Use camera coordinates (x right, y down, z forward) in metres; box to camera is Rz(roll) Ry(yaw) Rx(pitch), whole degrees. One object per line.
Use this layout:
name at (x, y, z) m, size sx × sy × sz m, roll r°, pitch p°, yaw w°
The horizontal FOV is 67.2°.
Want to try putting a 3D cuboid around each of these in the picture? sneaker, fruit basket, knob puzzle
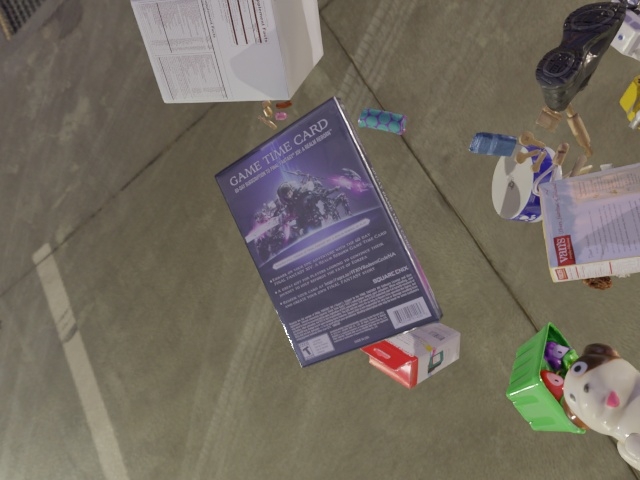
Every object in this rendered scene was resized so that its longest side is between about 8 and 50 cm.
sneaker at (0.582, -0.416, 1.085) m, size 0.286 × 0.130 × 0.109 m, roll -49°, pitch 50°, yaw -7°
fruit basket at (0.877, 0.468, 1.664) m, size 0.392 × 0.392 × 0.283 m, roll -38°, pitch 91°, yaw 15°
knob puzzle at (0.821, -0.183, 1.672) m, size 0.213 × 0.213 × 0.030 m, roll -38°, pitch 62°, yaw 15°

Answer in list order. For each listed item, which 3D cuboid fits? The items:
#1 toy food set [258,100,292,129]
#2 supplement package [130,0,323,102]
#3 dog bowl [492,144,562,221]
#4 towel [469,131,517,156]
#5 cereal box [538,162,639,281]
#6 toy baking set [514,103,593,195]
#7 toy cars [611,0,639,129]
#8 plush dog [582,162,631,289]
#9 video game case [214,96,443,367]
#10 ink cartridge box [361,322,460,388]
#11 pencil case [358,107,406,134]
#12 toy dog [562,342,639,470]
toy food set at (-0.108, -0.352, 1.241) m, size 0.122 × 0.077 × 0.019 m, roll -57°, pitch 24°, yaw 1°
supplement package at (-0.123, -0.313, 0.720) m, size 0.202 × 0.194 × 0.150 m, roll 4°, pitch 129°, yaw 17°
dog bowl at (0.708, -0.198, 1.673) m, size 0.104 × 0.265 × 0.265 m, roll 4°, pitch 86°, yaw -9°
towel at (0.491, -0.275, 1.370) m, size 0.119 × 0.067 × 0.029 m, roll 7°, pitch 46°, yaw -3°
cereal box at (0.455, -0.035, 0.703) m, size 0.239 × 0.047 × 0.173 m, roll -11°, pitch 48°, yaw 30°
toy baking set at (0.608, -0.224, 1.247) m, size 0.196 × 0.030 × 0.256 m, roll -39°, pitch 109°, yaw 6°
toy cars at (0.795, -0.415, 1.202) m, size 0.087 × 0.176 × 0.394 m, roll -28°, pitch 105°, yaw -10°
plush dog at (0.612, -0.022, 1.003) m, size 0.210 × 0.225 × 0.263 m, roll 23°, pitch 128°, yaw 14°
video game case at (0.000, 0.000, 0.581) m, size 0.196 × 0.026 × 0.275 m, roll -26°, pitch 87°, yaw 28°
ink cartridge box at (0.212, 0.267, 1.158) m, size 0.134 × 0.230 × 0.078 m, roll 23°, pitch 122°, yaw 48°
pencil case at (0.205, -0.393, 1.589) m, size 0.151 × 0.070 × 0.065 m, roll 16°, pitch 76°, yaw 16°
toy dog at (0.828, 0.415, 1.194) m, size 0.407 × 0.395 × 0.285 m, roll 21°, pitch 105°, yaw 24°
